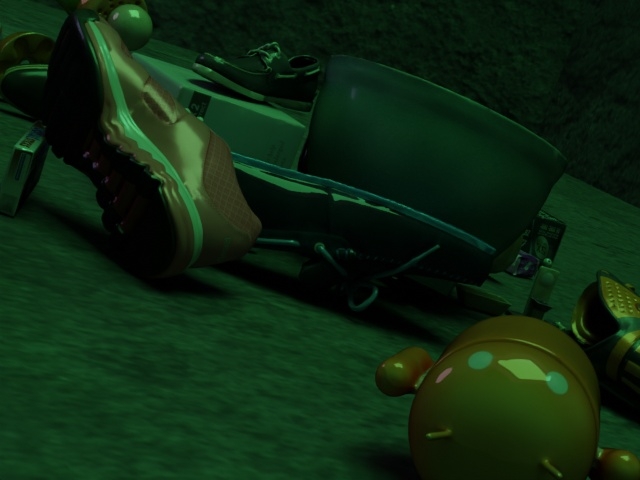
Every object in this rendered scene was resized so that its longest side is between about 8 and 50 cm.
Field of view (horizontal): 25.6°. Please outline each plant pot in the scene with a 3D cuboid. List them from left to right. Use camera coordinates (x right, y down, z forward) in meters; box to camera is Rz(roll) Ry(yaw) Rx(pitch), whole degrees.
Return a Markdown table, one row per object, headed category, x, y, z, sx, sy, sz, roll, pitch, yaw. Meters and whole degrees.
| category | x | y | z | sx | sy | sz | roll | pitch | yaw |
| --- | --- | --- | --- | --- | --- | --- | --- | --- | --- |
| plant pot | 0.104 | -0.056 | 1.580 | 0.293 | 0.196 | 0.293 | 24 | -1 | 0 |

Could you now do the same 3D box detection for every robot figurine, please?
| category | x | y | z | sx | sy | sz | roll | pitch | yaw |
| --- | --- | --- | --- | --- | --- | --- | --- | --- | --- |
| robot figurine | 0.131 | 0.122 | 0.968 | 0.158 | 0.128 | 0.219 | 59 | 14 | 1 |

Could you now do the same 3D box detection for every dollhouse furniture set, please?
| category | x | y | z | sx | sy | sz | roll | pitch | yaw |
| --- | --- | --- | --- | --- | --- | --- | --- | --- | --- |
| dollhouse furniture set | 0.225 | 0.054 | 1.623 | 0.114 | 0.081 | 0.091 | 17 | 11 | -19 |

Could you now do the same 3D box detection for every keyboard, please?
| category | x | y | z | sx | sy | sz | roll | pitch | yaw |
| --- | --- | --- | --- | --- | --- | --- | --- | --- | --- |
| keyboard | 0.380 | 0.165 | 1.536 | 0.256 | 0.014 | 0.072 | 8 | 16 | -47 |

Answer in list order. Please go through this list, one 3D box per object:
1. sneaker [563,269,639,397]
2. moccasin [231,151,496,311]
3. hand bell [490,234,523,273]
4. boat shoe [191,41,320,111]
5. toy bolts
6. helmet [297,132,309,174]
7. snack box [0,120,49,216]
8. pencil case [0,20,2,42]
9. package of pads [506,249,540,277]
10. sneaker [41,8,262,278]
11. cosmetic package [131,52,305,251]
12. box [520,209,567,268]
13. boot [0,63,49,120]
| category | x | y | z | sx | sy | sz | roll | pitch | yaw |
| --- | --- | --- | --- | --- | --- | --- | --- | --- | --- |
| sneaker | 0.368 | 0.092 | 1.507 | 0.180 | 0.124 | 0.321 | 30 | 15 | 19 |
| moccasin | 0.000 | 0.000 | 1.412 | 0.342 | 0.116 | 0.138 | 16 | -2 | 5 |
| hand bell | 0.133 | -0.010 | 1.820 | 0.242 | 0.126 | 0.126 | -5 | 23 | -36 |
| boat shoe | -0.066 | -0.188 | 1.526 | 0.075 | 0.065 | 0.206 | 28 | 11 | 30 |
| toy bolts | -0.295 | -0.214 | 1.872 | 0.158 | 0.218 | 0.228 | 34 | -18 | 42 |
| helmet | 0.059 | -0.129 | 2.031 | 0.169 | 0.161 | 0.169 | 19 | 10 | -4 |
| snack box | -0.284 | -0.072 | 1.359 | 0.022 | 0.064 | 0.178 | 17 | 11 | -8 |
| pencil case | -0.536 | -0.288 | 1.867 | 0.124 | 0.124 | 0.284 | 23 | 11 | 13 |
| package of pads | 0.266 | 0.024 | 2.004 | 0.050 | 0.032 | 0.083 | 8 | 16 | -40 |
| sneaker | -0.160 | -0.089 | 1.325 | 0.136 | 0.116 | 0.314 | -1 | 50 | -40 |
| cosmetic package | -0.137 | -0.098 | 1.532 | 0.151 | 0.151 | 0.184 | 16 | 12 | -28 |
| box | 0.256 | -0.031 | 2.139 | 0.180 | 0.077 | 0.147 | 15 | 11 | -25 |
| boot | -0.305 | -0.159 | 1.768 | 0.198 | 0.077 | 0.137 | 16 | 16 | -15 |
